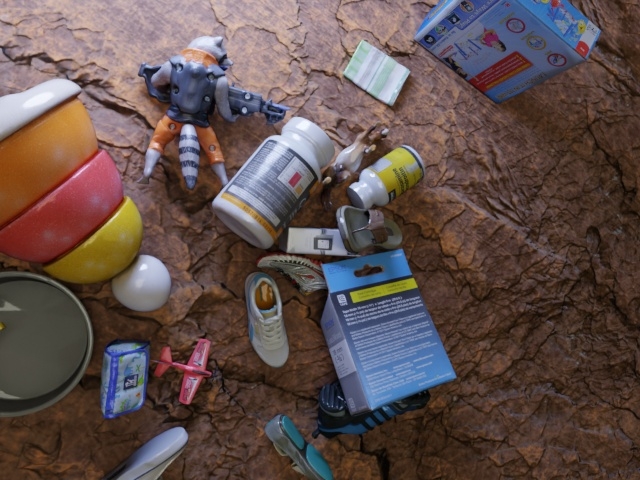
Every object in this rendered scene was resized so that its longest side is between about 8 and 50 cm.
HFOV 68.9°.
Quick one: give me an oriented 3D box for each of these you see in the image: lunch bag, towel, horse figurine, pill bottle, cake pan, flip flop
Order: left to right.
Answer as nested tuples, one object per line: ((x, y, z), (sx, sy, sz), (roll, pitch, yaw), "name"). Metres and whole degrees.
((-0.621, 0.207, 0.958), (0.294, 0.054, 0.292), (0, 90, -16), "cake pan")
((-0.407, 0.279, 0.962), (0.097, 0.151, 0.128), (4, 88, -6), "lunch bag")
((-0.098, -0.131, 1.045), (0.162, 0.162, 0.278), (40, 75, -11), "pill bottle")
((0.072, -0.186, 1.113), (0.066, 0.174, 0.263), (40, 92, -7), "horse figurine")
((0.127, -0.028, 1.082), (0.277, 0.080, 0.112), (7, 67, -51), "flip flop")
((0.145, -0.428, 1.192), (0.152, 0.023, 0.113), (29, 81, -13), "towel")
((0.160, -0.148, 1.151), (0.184, 0.103, 0.103), (-35, 98, -13), "pill bottle")

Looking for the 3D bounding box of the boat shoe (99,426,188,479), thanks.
((-0.386, 0.514, 1.000), (0.268, 0.096, 0.088), (-37, 103, -12), "boat shoe")

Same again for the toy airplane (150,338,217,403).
((-0.309, 0.290, 1.056), (0.151, 0.028, 0.151), (1, 87, -16), "toy airplane")

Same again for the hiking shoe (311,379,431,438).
((0.126, 0.406, 1.153), (0.305, 0.113, 0.131), (2, 119, -22), "hiking shoe")

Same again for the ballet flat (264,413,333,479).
((-0.055, 0.506, 1.113), (0.068, 0.072, 0.213), (-35, 98, 15), "ballet flat")

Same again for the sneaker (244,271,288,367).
((-0.124, 0.187, 1.076), (0.088, 0.092, 0.228), (-15, 95, -17), "sneaker")

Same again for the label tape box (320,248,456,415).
((0.138, 0.206, 1.103), (0.241, 0.106, 0.333), (-9, 68, -27), "label tape box")

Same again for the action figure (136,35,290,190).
((-0.231, -0.273, 1.013), (0.342, 0.178, 0.329), (5, 98, -12), "action figure")

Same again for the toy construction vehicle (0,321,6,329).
((-0.677, 0.170, 0.902), (0.098, 0.035, 0.086), (-41, 88, -15), "toy construction vehicle")

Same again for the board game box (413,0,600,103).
((0.430, -0.495, 1.125), (0.302, 0.308, 0.086), (32, 80, -13), "board game box")

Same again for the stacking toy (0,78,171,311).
((-0.480, -0.029, 0.916), (0.351, 0.351, 0.479), (-40, 118, -12), "stacking toy")

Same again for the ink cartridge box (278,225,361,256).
((0.000, 0.000, 1.103), (0.180, 0.104, 0.060), (3, 94, -16), "ink cartridge box")

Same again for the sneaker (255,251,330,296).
((-0.044, 0.082, 1.101), (0.226, 0.088, 0.092), (16, 86, -14), "sneaker")
